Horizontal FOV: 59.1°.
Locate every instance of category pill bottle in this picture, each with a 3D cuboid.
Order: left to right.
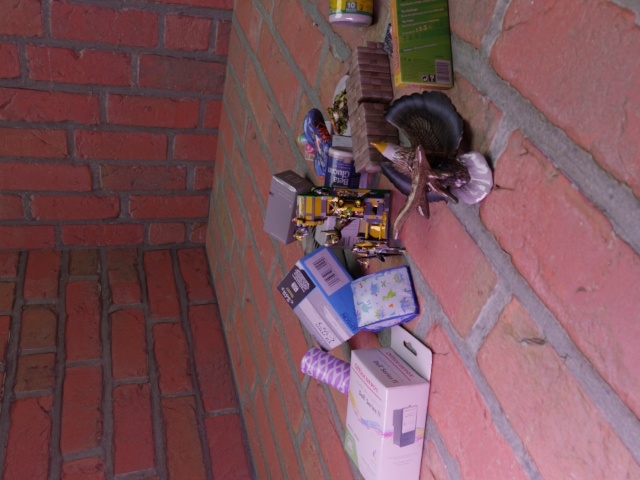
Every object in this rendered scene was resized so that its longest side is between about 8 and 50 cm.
[{"bbox_3d":[0.059,-0.162,1.519,0.094,0.094,0.169,-135,49,-61],"label":"pill bottle"},{"bbox_3d":[0.085,-0.676,1.478,0.117,0.118,0.208,-146,58,-65],"label":"pill bottle"}]

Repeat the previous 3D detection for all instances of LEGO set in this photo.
[{"bbox_3d":[0.062,-0.021,1.352,0.331,0.255,0.191,-90,2,-80],"label":"LEGO set"}]

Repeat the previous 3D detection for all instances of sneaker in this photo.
[{"bbox_3d":[0.017,-0.301,1.735,0.087,0.083,0.221,-11,99,47],"label":"sneaker"}]

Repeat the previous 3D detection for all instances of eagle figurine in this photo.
[{"bbox_3d":[0.206,-0.170,1.173,0.226,0.225,0.298,-33,14,21],"label":"eagle figurine"}]

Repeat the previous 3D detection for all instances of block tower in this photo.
[{"bbox_3d":[0.129,-0.328,1.431,0.097,0.091,0.335,145,122,-66],"label":"block tower"}]

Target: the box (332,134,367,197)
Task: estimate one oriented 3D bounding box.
[{"bbox_3d":[0.081,-0.201,1.605,0.145,0.038,0.186,25,116,55],"label":"box"}]

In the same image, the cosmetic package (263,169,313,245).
[{"bbox_3d":[-0.117,-0.117,2.018,0.127,0.107,0.237,32,126,29],"label":"cosmetic package"}]

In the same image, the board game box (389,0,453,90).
[{"bbox_3d":[0.207,-0.444,1.168,0.039,0.124,0.259,174,94,-70],"label":"board game box"}]

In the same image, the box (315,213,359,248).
[{"bbox_3d":[0.049,-0.035,1.643,0.087,0.101,0.101,-136,50,-62],"label":"box"}]

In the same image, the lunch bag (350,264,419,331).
[{"bbox_3d":[0.162,0.142,1.376,0.151,0.096,0.128,-27,64,35],"label":"lunch bag"}]

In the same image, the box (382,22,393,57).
[{"bbox_3d":[0.182,-0.484,1.377,0.083,0.018,0.067,-119,34,-50],"label":"box"}]

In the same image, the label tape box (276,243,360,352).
[{"bbox_3d":[-0.005,0.192,1.646,0.249,0.115,0.347,53,149,7],"label":"label tape box"}]

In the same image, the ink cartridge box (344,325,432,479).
[{"bbox_3d":[0.156,0.395,1.369,0.207,0.119,0.353,-146,57,-65],"label":"ink cartridge box"}]

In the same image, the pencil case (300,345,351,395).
[{"bbox_3d":[0.039,0.377,1.597,0.206,0.086,0.088,22,135,28],"label":"pencil case"}]

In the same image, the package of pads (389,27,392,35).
[{"bbox_3d":[0.199,-0.452,1.247,0.032,0.083,0.050,-60,40,46],"label":"package of pads"}]

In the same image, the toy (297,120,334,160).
[{"bbox_3d":[-0.024,-0.329,1.874,0.237,0.056,0.136,-150,59,-66],"label":"toy"}]

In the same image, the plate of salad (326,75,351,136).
[{"bbox_3d":[0.063,-0.383,1.657,0.200,0.048,0.199,179,90,-69],"label":"plate of salad"}]

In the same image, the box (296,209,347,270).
[{"bbox_3d":[0.000,0.000,1.782,0.113,0.094,0.274,121,142,-56],"label":"box"}]
